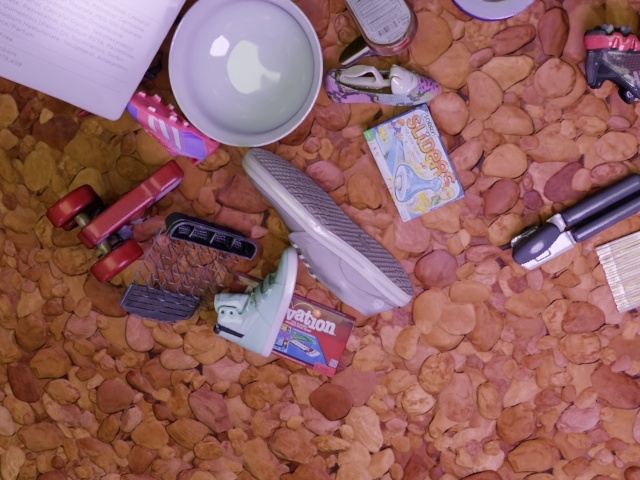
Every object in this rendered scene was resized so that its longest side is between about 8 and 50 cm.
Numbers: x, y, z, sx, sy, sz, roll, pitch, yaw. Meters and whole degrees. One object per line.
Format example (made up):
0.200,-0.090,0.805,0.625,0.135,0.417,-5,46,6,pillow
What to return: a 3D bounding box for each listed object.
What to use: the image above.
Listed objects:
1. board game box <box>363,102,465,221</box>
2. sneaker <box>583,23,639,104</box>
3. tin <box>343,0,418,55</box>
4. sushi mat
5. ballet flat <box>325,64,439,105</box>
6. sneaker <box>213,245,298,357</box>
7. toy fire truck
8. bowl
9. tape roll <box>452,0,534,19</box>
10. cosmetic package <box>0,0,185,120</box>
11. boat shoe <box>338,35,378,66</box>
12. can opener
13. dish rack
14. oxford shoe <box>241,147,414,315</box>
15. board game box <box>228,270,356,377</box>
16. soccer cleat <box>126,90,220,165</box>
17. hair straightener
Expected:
0.188,-0.154,1.418,0.136,0.035,0.201,-24,99,14,board game box
0.608,-0.308,1.277,0.276,0.097,0.135,8,105,10,sneaker
0.110,-0.433,1.322,0.106,0.040,0.190,-29,71,10,tin
0.714,0.024,1.383,0.316,0.019,0.151,-23,98,14,sushi mat
0.115,-0.304,1.366,0.221,0.079,0.077,3,61,11,ballet flat
-0.140,0.113,1.475,0.151,0.094,0.256,19,108,-5,sneaker
-0.381,-0.058,1.418,0.254,0.302,0.169,-38,96,-11,toy fire truck
-0.132,-0.336,1.376,0.298,0.134,0.298,2,105,9,bowl
0.318,-0.497,1.288,0.189,0.080,0.189,2,105,9,tape roll
-0.442,-0.490,1.226,0.327,0.329,0.394,20,113,-42,cosmetic package
0.106,-0.377,1.367,0.152,0.056,0.049,-31,130,20,boat shoe
0.502,-0.028,1.365,0.283,0.095,0.076,-30,98,15,can opener
-0.283,0.073,1.480,0.208,0.074,0.271,19,113,-40,dish rack
0.000,0.000,1.396,0.130,0.169,0.449,-37,112,23,oxford shoe
-0.077,0.183,1.551,0.281,0.027,0.145,21,105,4,board game box
-0.294,-0.212,1.388,0.095,0.248,0.083,-46,62,16,soccer cleat
-0.427,-0.342,1.469,0.230,0.047,0.089,-25,99,14,hair straightener
